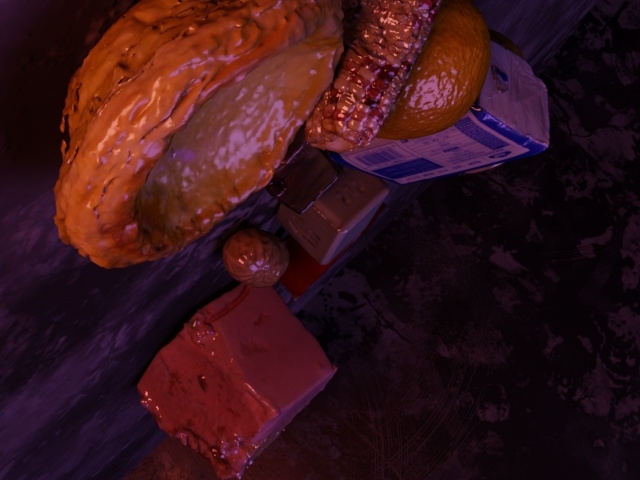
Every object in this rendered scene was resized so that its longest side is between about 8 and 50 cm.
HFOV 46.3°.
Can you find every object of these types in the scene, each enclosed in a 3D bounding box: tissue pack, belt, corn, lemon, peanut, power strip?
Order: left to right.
[{"bbox_3d":[-0.109,0.033,1.323,0.095,0.108,0.226,-38,175,5],"label":"peanut"},{"bbox_3d":[0.000,0.000,1.628,0.324,0.115,0.227,-48,177,32],"label":"belt"},{"bbox_3d":[0.012,-0.054,1.389,0.139,0.140,0.224,-43,171,-25],"label":"power strip"},{"bbox_3d":[0.060,-0.219,0.712,0.290,0.098,0.098,-67,169,7],"label":"corn"},{"bbox_3d":[0.097,-0.209,0.865,0.256,0.188,0.188,-20,156,-42],"label":"lemon"},{"bbox_3d":[0.171,-0.181,1.097,0.269,0.137,0.209,-12,163,43],"label":"tissue pack"}]

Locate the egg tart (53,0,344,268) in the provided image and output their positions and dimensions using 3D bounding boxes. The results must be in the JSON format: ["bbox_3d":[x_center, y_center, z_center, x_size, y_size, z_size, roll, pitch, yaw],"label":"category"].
[{"bbox_3d":[-0.106,-0.108,0.602,0.294,0.123,0.294,-47,171,-10],"label":"egg tart"}]

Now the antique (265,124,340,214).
[{"bbox_3d":[-0.047,-0.109,1.013,0.093,0.087,0.310,-45,173,2],"label":"antique"}]

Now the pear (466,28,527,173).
[{"bbox_3d":[0.240,-0.246,1.333,0.271,0.271,0.271,-45,172,-8],"label":"pear"}]

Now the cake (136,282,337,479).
[{"bbox_3d":[-0.180,0.301,1.591,0.307,0.314,0.293,-49,170,31],"label":"cake"}]
